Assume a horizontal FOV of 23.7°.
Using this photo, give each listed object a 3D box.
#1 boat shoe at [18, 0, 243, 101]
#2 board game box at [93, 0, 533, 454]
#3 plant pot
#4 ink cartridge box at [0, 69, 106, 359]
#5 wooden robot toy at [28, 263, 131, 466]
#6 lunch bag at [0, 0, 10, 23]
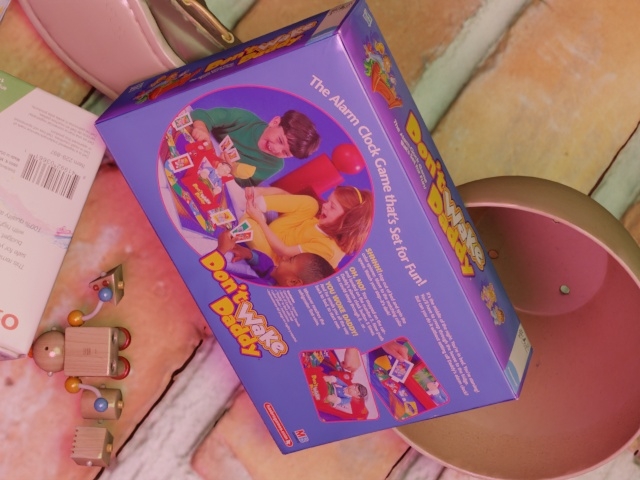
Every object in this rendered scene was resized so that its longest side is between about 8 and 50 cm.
[{"bbox_3d":[-0.139,-0.173,1.330,0.324,0.117,0.096,45,45,-11],"label":"boat shoe"},{"bbox_3d":[0.000,0.000,1.274,0.347,0.233,0.078,63,28,-21],"label":"board game box"},{"bbox_3d":[0.184,0.052,1.405,0.284,0.284,0.191,52,31,-12],"label":"plant pot"},{"bbox_3d":[-0.283,-0.024,1.246,0.154,0.093,0.212,25,71,-22],"label":"ink cartridge box"},{"bbox_3d":[-0.208,0.104,1.298,0.079,0.076,0.173,1,82,8],"label":"wooden robot toy"},{"bbox_3d":[-0.288,-0.198,1.276,0.053,0.071,0.083,29,75,-18],"label":"lunch bag"}]
